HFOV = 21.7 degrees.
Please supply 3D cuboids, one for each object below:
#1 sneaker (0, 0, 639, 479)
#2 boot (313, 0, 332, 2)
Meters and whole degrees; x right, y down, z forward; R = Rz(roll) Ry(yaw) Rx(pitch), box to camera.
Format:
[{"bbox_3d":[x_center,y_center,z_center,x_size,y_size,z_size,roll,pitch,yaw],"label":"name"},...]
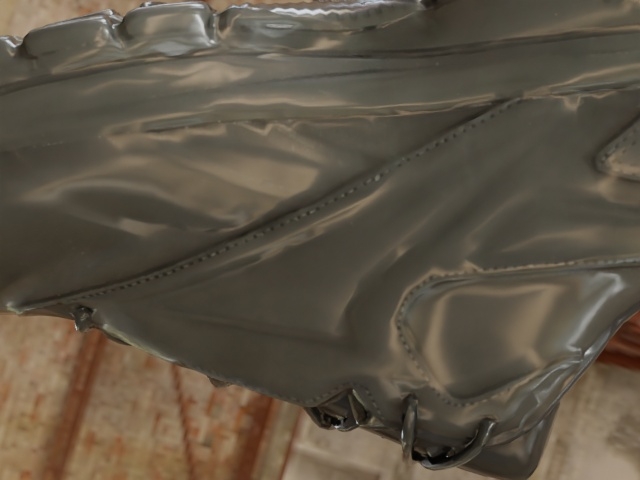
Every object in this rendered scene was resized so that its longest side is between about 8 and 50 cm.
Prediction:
[{"bbox_3d":[0.000,0.000,0.404,0.286,0.109,0.130,-10,-86,7],"label":"sneaker"},{"bbox_3d":[0.076,-0.145,0.805,0.190,0.086,0.069,-8,-124,35],"label":"boot"}]
